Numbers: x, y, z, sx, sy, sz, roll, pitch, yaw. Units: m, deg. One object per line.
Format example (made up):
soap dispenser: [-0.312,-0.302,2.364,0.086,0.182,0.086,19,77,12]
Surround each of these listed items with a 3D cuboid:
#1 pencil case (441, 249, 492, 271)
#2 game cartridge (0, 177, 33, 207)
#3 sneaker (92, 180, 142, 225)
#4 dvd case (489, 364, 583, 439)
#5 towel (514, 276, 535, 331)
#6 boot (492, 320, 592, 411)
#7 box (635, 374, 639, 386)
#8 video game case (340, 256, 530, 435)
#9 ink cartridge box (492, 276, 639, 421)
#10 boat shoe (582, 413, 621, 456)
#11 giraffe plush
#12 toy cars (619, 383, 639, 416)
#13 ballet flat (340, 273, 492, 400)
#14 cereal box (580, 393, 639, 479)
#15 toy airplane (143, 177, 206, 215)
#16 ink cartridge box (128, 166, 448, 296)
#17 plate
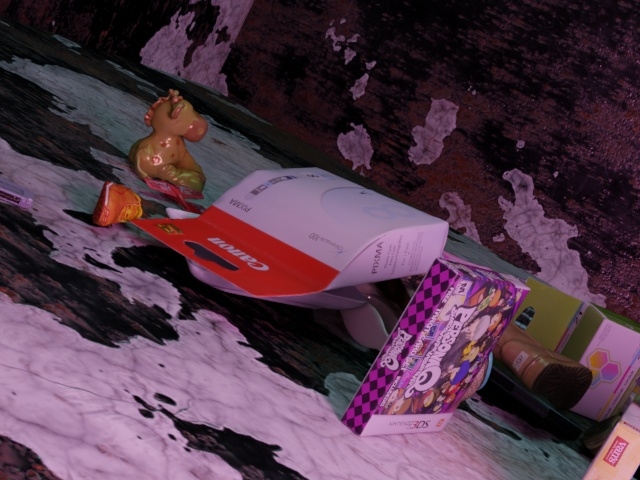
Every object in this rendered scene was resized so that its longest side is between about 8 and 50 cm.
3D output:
pencil case: [0.241,0.062,2.094,0.284,0.124,0.124,26,11,-13]
game cartridge: [-0.438,-0.071,1.329,0.083,0.017,0.056,24,15,-20]
sneaker: [-0.301,-0.054,1.452,0.067,0.064,0.175,22,11,-7]
dvd case: [0.305,0.234,1.599,0.253,0.022,0.180,36,0,37]
towel: [0.494,0.181,2.028,0.283,0.121,0.235,31,0,12]
boot: [0.334,0.171,1.702,0.269,0.089,0.236,42,6,40]
box: [0.567,0.339,1.179,0.318,0.097,0.395,25,34,-47]
video game case: [0.147,0.138,1.199,0.042,0.232,0.210,37,13,33]
ink cartridge box: [0.459,0.206,1.772,0.255,0.189,0.097,22,13,-19]
boat shoe: [0.472,0.330,1.582,0.060,0.064,0.178,61,20,10]
giraffe plush: [-0.295,-0.204,1.893,0.181,0.171,0.210,36,13,37]
toy cars: [0.646,0.325,1.938,0.176,0.087,0.393,32,11,24]
ballet flat: [0.109,0.100,1.549,0.181,0.164,0.483,8,19,-17]
cereal box: [0.348,0.283,1.167,0.047,0.173,0.240,31,10,21]
toy airplane: [-0.256,-0.077,1.774,0.151,0.028,0.151,26,12,-6]
ink cartridge box: [-0.044,-0.026,1.461,0.384,0.091,0.308,-5,24,-45]
plate: [-0.096,0.036,1.499,0.277,0.045,0.277,13,14,-21]
